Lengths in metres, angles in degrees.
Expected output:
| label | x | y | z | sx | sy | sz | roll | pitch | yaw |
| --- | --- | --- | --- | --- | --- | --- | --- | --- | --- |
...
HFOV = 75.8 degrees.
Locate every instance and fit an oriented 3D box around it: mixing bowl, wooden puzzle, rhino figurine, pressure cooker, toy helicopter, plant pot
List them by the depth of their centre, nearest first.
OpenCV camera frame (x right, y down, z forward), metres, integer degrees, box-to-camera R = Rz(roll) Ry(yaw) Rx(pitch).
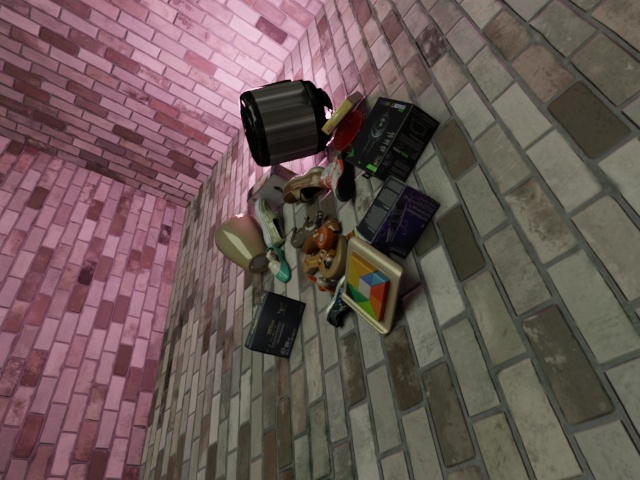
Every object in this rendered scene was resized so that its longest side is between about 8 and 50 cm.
| label | x | y | z | sx | sy | sz | roll | pitch | yaw |
| --- | --- | --- | --- | --- | --- | --- | --- | --- | --- |
| wooden puzzle | 0.142 | 0.136 | 1.236 | 0.221 | 0.044 | 0.238 | 38 | 132 | 42 |
| toy helicopter | 0.013 | 0.095 | 1.575 | 0.355 | 0.140 | 0.234 | 158 | 119 | -65 |
| mixing bowl | 0.146 | -0.436 | 1.712 | 0.181 | 0.098 | 0.181 | -39 | 38 | 40 |
| rhino figurine | -0.051 | -0.050 | 1.792 | 0.243 | 0.073 | 0.106 | -40 | 35 | 36 |
| pressure cooker | -0.144 | -0.562 | 1.964 | 0.370 | 0.421 | 0.375 | -129 | 25 | -57 |
| plant pot | -0.371 | 0.041 | 2.106 | 0.274 | 0.257 | 0.256 | 45 | 110 | 42 |

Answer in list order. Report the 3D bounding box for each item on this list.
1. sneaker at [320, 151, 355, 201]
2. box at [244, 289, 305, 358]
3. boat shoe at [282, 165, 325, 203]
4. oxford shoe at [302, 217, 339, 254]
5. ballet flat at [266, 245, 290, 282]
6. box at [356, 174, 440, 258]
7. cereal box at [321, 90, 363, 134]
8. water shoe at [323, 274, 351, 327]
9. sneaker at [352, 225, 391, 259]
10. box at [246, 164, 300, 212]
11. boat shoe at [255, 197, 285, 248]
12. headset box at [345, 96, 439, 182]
| label | x | y | z | sx | sy | sz | roll | pitch | yaw |
| --- | --- | --- | --- | --- | --- | --- | --- | --- | --- |
| sneaker | 0.066 | -0.236 | 1.717 | 0.145 | 0.090 | 0.270 | -37 | 37 | 42 |
| box | -0.176 | 0.331 | 1.622 | 0.059 | 0.184 | 0.232 | 0 | 69 | 58 |
| boat shoe | -0.080 | -0.234 | 1.922 | 0.324 | 0.123 | 0.116 | -27 | 50 | 50 |
| oxford shoe | 0.000 | 0.000 | 1.679 | 0.212 | 0.076 | 0.076 | -46 | 42 | 31 |
| ballet flat | -0.210 | 0.109 | 1.924 | 0.083 | 0.087 | 0.247 | -55 | 32 | 19 |
| box | 0.236 | -0.070 | 1.266 | 0.207 | 0.153 | 0.108 | -61 | 31 | 13 |
| cereal box | 0.101 | -0.568 | 1.821 | 0.173 | 0.047 | 0.240 | -46 | 7 | 32 |
| water shoe | 0.088 | 0.205 | 1.417 | 0.080 | 0.073 | 0.203 | 35 | 105 | 38 |
| sneaker | 0.154 | 0.063 | 1.356 | 0.121 | 0.111 | 0.299 | -55 | 30 | 28 |
| box | -0.246 | -0.268 | 2.164 | 0.290 | 0.169 | 0.087 | -36 | 39 | 44 |
| boat shoe | -0.249 | -0.096 | 2.096 | 0.094 | 0.109 | 0.302 | -31 | 64 | 22 |
| headset box | 0.239 | -0.343 | 1.468 | 0.283 | 0.131 | 0.246 | -60 | 30 | 12 |
